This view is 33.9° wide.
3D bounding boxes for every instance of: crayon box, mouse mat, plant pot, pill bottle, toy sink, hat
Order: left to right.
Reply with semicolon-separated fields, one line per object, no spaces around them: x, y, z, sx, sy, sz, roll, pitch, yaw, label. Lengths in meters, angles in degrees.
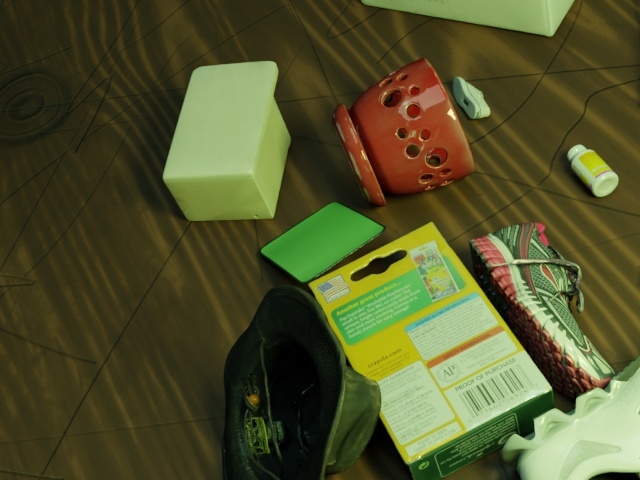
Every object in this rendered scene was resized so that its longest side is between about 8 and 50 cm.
-0.141;-0.158;1.711;0.153;0.131;0.234;-2;56;16;toy sink
-0.009;0.219;1.311;0.134;0.331;0.331;8;41;-27;hat
0.000;0.000;1.564;0.152;0.007;0.189;-34;26;-12;mouse mat
0.119;-0.157;1.586;0.174;0.191;0.191;-22;48;3;plant pot
0.141;0.144;1.397;0.203;0.083;0.323;-26;49;-4;crayon box
0.398;-0.105;1.548;0.043;0.043;0.083;-26;49;-5;pill bottle

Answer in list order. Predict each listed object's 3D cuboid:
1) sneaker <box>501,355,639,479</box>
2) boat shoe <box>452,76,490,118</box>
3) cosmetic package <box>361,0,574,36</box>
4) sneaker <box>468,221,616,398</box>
0.391;0.223;1.232;0.330;0.122;0.146;-34;49;1;sneaker
0.248;-0.233;1.715;0.035;0.035;0.100;-3;40;-21;boat shoe
0.270;-0.605;1.819;0.393;0.327;0.329;18;59;30;cosmetic package
0.301;0.080;1.375;0.112;0.121;0.299;-23;48;-4;sneaker
